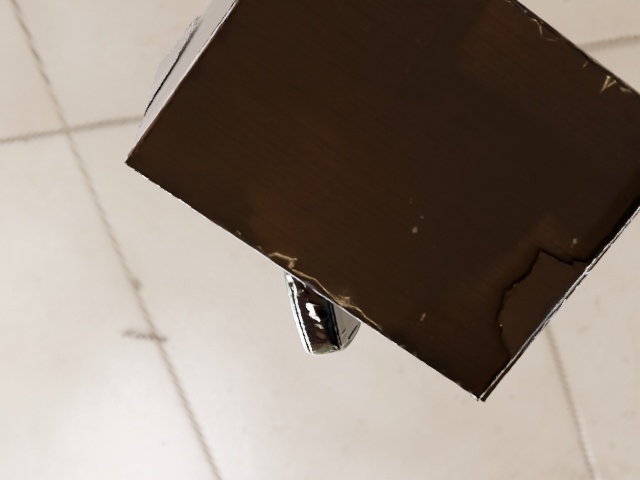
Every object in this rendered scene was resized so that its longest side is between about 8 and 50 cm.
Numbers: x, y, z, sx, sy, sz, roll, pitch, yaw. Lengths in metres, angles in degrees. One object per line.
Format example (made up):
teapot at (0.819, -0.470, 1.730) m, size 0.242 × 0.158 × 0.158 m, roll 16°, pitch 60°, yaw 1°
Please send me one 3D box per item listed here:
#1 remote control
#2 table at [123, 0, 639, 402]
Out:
remote control at (0.000, 0.000, 1.130) m, size 0.042 × 0.072 × 0.222 m, roll 15°, pitch 136°, yaw 23°
table at (0.044, -0.088, 0.923) m, size 0.251 × 0.282 × 0.196 m, roll 34°, pitch 103°, yaw -11°
